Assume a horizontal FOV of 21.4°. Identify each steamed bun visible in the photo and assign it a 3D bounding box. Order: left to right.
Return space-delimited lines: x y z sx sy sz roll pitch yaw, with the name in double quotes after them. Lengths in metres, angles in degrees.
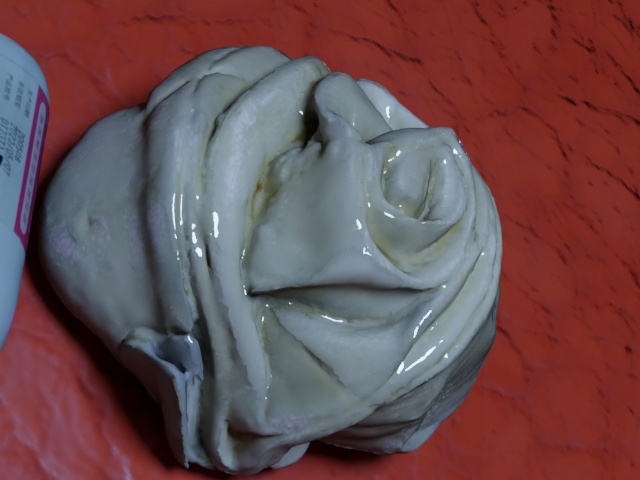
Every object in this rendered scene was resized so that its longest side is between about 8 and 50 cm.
-0.002 0.001 0.795 0.211 0.144 0.218 -33 86 -41 "steamed bun"

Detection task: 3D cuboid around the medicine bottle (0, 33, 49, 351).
-0.170 0.016 0.704 0.090 0.090 0.217 20 56 -25 "medicine bottle"
